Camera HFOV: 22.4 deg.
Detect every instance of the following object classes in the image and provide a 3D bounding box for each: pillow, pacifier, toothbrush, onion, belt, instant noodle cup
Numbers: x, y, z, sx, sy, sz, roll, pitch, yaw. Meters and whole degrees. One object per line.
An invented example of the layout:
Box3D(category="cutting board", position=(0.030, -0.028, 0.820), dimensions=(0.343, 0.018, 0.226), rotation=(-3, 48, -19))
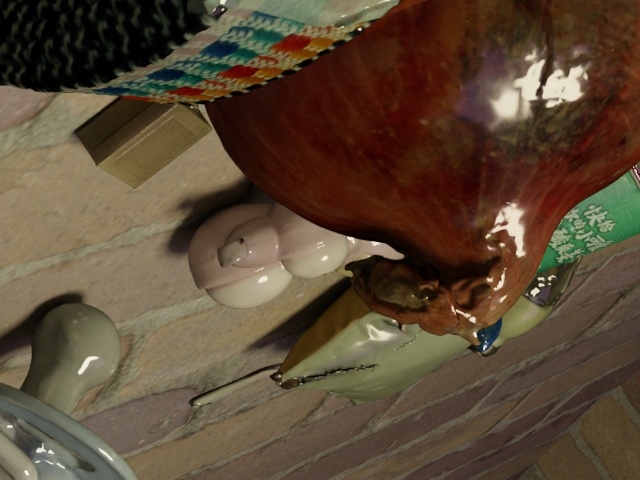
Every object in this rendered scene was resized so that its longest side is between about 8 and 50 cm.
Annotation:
Box3D(category="pillow", position=(0.111, 0.089, 1.935), dimensions=(0.312, 0.119, 0.310), rotation=(-38, 158, 10))
Box3D(category="pacifier", position=(-0.257, 0.144, 1.399), dimensions=(0.287, 0.238, 0.226), rotation=(-31, -155, 53))
Box3D(category="toothbrush", position=(-0.074, 0.169, 1.972), dimensions=(0.204, 0.022, 0.017), rotation=(-20, 173, -36))
Box3D(category="onion", position=(0.074, -0.142, 1.057), dimensions=(0.353, 0.354, 0.354), rotation=(-31, 162, -12))
Box3D(category="belt", position=(-0.076, -0.178, 0.800), dimensions=(0.257, 0.207, 0.150), rotation=(-26, 169, 32))
Box3D(category="instant noodle cup", position=(0.171, -0.074, 1.468), dimensions=(0.190, 0.251, 0.251), rotation=(-28, 163, 8))

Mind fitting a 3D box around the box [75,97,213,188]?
Box3D(category="box", position=(-0.130, -0.083, 1.216), dimensions=(0.083, 0.035, 0.079), rotation=(-37, 162, 5))

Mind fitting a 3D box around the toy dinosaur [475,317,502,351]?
Box3D(category="toy dinosaur", position=(0.213, -0.026, 1.721), dimensions=(0.247, 0.188, 0.075), rotation=(-36, 169, -2))

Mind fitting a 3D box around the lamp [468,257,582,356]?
Box3D(category="lamp", position=(0.284, 0.056, 2.199), dimensions=(0.250, 0.101, 0.101), rotation=(-54, 157, 17))

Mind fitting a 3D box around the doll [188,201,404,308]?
Box3D(category="doll", position=(0.000, -0.001, 1.535), dimensions=(0.160, 0.094, 0.365), rotation=(-15, 178, 28))
